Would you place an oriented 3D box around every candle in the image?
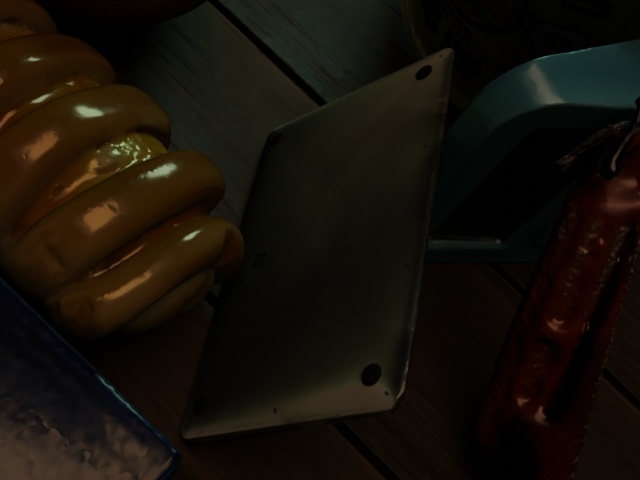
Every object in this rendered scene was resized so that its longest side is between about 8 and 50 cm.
[{"bbox_3d":[0.158,0.054,0.540,0.084,0.301,0.059,30,28,34],"label":"candle"}]

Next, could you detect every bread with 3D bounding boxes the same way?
[{"bbox_3d":[-0.187,-0.072,0.540,0.311,0.121,0.173,41,21,5],"label":"bread"}]

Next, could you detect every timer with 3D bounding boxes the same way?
[{"bbox_3d":[0.186,-0.047,0.621,0.250,0.232,0.091,-12,70,-23],"label":"timer"}]

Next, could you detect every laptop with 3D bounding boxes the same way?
[{"bbox_3d":[0.000,0.000,0.565,0.015,0.188,0.269,37,51,-33],"label":"laptop"}]

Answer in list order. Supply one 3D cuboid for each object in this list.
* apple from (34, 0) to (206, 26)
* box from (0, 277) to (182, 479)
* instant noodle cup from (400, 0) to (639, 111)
[{"bbox_3d":[-0.182,-0.260,0.643,0.251,0.163,0.293,8,36,-17],"label":"apple"},{"bbox_3d":[-0.264,0.131,0.438,0.261,0.116,0.279,41,56,8],"label":"box"},{"bbox_3d":[0.226,-0.257,0.667,0.326,0.254,0.325,-1,80,4],"label":"instant noodle cup"}]
